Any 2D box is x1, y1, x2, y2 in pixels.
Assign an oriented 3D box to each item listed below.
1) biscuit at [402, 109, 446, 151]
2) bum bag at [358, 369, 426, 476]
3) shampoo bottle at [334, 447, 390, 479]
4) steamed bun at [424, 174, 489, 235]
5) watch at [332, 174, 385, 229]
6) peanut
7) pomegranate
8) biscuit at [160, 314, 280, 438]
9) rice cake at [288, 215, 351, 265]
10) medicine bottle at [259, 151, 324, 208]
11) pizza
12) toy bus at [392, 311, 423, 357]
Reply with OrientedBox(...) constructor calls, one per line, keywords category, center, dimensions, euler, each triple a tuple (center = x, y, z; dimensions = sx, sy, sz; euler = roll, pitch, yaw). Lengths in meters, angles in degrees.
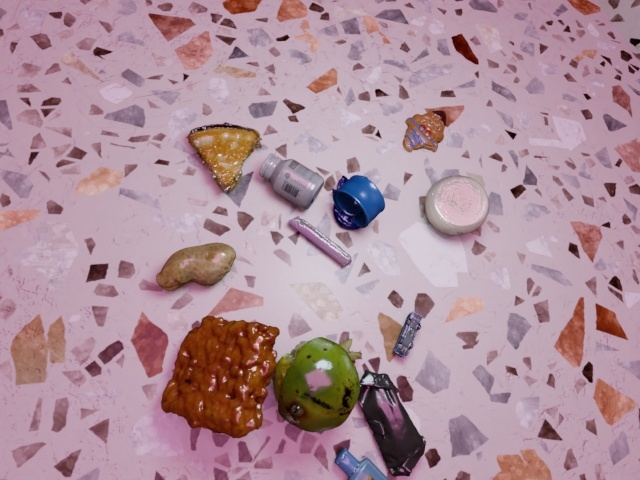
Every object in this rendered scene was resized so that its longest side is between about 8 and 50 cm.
OrientedBox(category="biscuit", center=(0.446, -0.464, 1.692), dimensions=(0.183, 0.043, 0.280), euler=(46, 72, 4))
OrientedBox(category="bum bag", center=(0.216, 0.553, 1.247), dimensions=(0.142, 0.079, 0.326), euler=(-22, 78, -10))
OrientedBox(category="shampoo bottle", center=(0.149, 0.720, 1.177), dimensions=(0.258, 0.061, 0.104), euler=(42, 69, 7))
OrientedBox(category="steamed bun", center=(0.505, -0.125, 1.513), dimensions=(0.232, 0.145, 0.231), euler=(-1, 75, 3))
OrientedBox(category="watch", center=(0.128, -0.143, 1.425), dimensions=(0.196, 0.200, 0.171), euler=(37, 71, 1))
OrientedBox(category="peanut", center=(-0.394, 0.083, 1.285), dimensions=(0.253, 0.122, 0.137), euler=(-9, 80, -11))
OrientedBox(category="pomegranate", center=(0.008, 0.402, 1.181), dimensions=(0.341, 0.260, 0.260), euler=(-27, 75, -47))
OrientedBox(category="biscuit", center=(-0.285, 0.375, 1.153), dimensions=(0.318, 0.110, 0.312), euler=(2, 63, 26))
OrientedBox(category="rice cake", center=(0.000, -0.001, 1.424), dimensions=(0.270, 0.055, 0.049), euler=(38, 72, 3))
OrientedBox(category="medicine bottle", center=(-0.106, -0.218, 1.442), dimensions=(0.215, 0.135, 0.135), euler=(32, 68, 2))
OrientedBox(category="pizza", center=(-0.319, -0.318, 1.474), dimensions=(0.251, 0.074, 0.287), euler=(-26, 77, -18))
OrientedBox(category="toy bus", center=(0.292, 0.317, 1.354), dimensions=(0.051, 0.061, 0.153), euler=(28, 69, -1))
